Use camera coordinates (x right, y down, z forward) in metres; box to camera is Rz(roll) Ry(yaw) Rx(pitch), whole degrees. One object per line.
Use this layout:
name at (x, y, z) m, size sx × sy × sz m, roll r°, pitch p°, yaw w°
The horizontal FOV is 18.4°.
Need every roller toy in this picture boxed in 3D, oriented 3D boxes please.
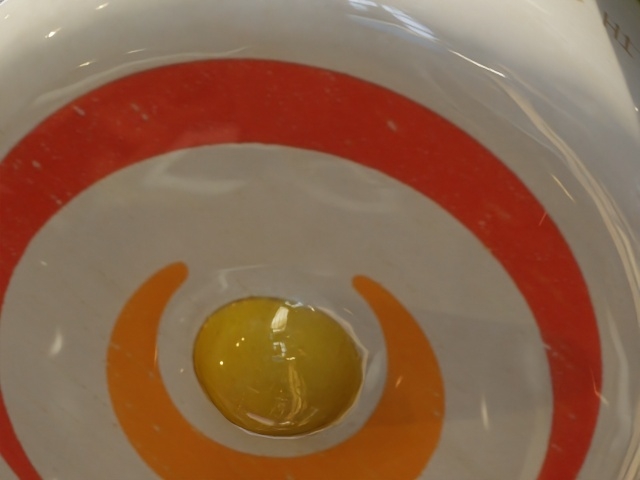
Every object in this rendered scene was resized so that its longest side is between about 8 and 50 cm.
roller toy at (0.000, 0.000, 0.478) m, size 0.146 × 0.191 × 0.209 m, roll -71°, pitch -15°, yaw -58°
